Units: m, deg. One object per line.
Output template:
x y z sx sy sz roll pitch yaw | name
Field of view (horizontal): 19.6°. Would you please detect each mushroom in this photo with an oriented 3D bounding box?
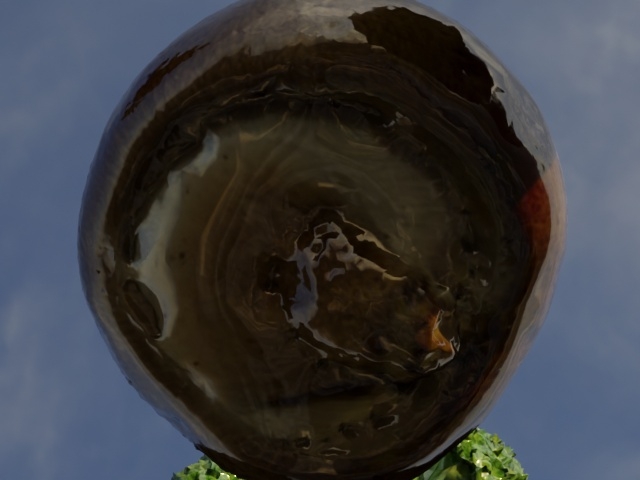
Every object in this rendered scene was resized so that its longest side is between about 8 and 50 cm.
0.000 0.000 0.910 0.253 0.153 0.253 3 -77 12 | mushroom

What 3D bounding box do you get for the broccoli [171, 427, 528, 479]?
-0.003 0.261 1.108 0.310 0.321 0.413 -2 -42 21 | broccoli
